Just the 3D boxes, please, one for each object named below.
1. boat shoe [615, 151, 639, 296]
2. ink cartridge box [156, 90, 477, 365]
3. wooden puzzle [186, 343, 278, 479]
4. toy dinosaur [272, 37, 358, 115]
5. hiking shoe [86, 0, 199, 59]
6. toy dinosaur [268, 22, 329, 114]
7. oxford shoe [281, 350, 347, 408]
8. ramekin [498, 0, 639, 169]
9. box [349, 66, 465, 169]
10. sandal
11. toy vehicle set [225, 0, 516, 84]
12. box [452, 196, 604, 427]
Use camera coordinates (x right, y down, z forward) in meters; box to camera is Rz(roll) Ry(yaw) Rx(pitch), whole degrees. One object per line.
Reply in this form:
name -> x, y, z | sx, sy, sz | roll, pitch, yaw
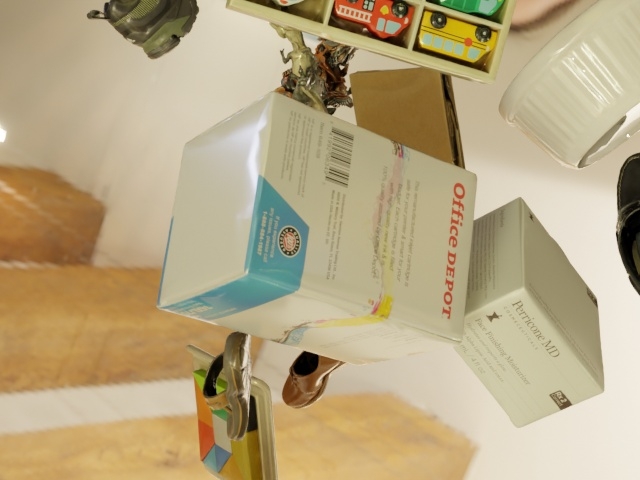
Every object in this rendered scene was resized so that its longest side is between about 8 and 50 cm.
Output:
boat shoe -> 0.530, -0.011, 2.022 | 0.127, 0.340, 0.113 | -17, 148, 29
ink cartridge box -> 0.000, 0.000, 1.357 | 0.270, 0.198, 0.197 | 20, 157, -29
wooden puzzle -> -0.135, 0.291, 1.921 | 0.044, 0.239, 0.221 | -19, -159, -31
toy dinosaur -> -0.023, -0.225, 2.273 | 0.164, 0.322, 0.218 | 4, -151, -36
hiking shoe -> -0.170, -0.318, 1.381 | 0.114, 0.227, 0.086 | 29, 160, -32
toy dinosaur -> -0.022, -0.238, 2.036 | 0.064, 0.268, 0.118 | -14, -162, 14
oxford shoe -> -0.026, 0.216, 2.092 | 0.076, 0.212, 0.076 | -11, -119, -34
ramekin -> 0.370, -0.205, 1.622 | 0.127, 0.273, 0.273 | 53, -157, 12
box -> 0.114, -0.147, 1.680 | 0.021, 0.165, 0.201 | -16, -168, -31
sandal -> -0.116, 0.176, 1.547 | 0.060, 0.090, 0.219 | 3, 153, 0
toy vehicle set -> 0.059, -0.262, 1.194 | 0.266, 0.166, 0.035 | 14, 180, -14
box -> 0.232, 0.083, 1.475 | 0.181, 0.119, 0.182 | 50, -152, -24
